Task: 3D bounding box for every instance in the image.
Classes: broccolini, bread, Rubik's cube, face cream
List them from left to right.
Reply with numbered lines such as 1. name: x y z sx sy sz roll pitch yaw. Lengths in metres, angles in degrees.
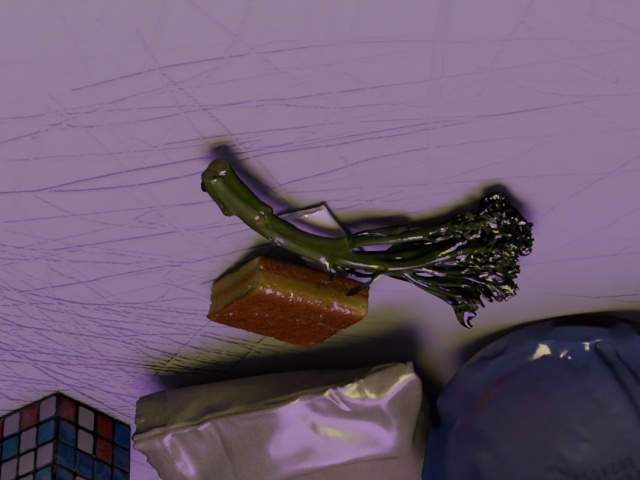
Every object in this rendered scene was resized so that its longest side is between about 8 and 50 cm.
1. Rubik's cube: -0.226 0.199 1.613 0.092 0.092 0.092 -24 142 31
2. bread: -0.024 0.046 1.422 0.094 0.035 0.090 16 155 -25
3. broccolini: 0.042 -0.012 1.327 0.271 0.062 0.123 21 125 -31
4. face cream: 0.214 0.213 1.505 0.249 0.249 0.225 -9 141 11

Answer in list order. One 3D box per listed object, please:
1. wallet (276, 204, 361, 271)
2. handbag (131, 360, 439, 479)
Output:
1. wallet: 0.000 0.000 1.386 0.044 0.011 0.083 -15 146 20
2. handbag: -0.005 0.191 1.599 0.253 0.109 0.316 -6 153 14
